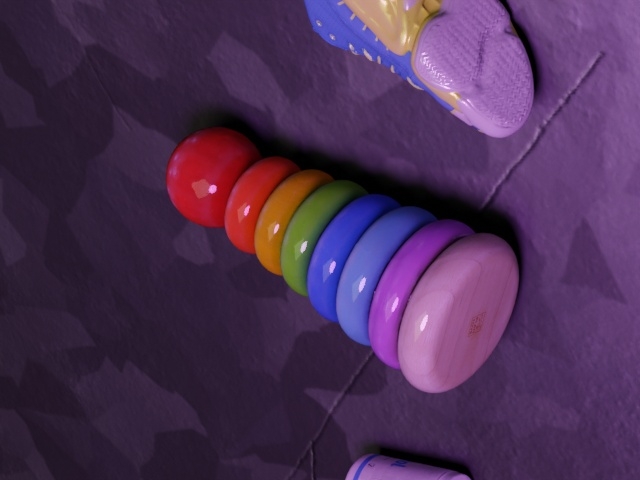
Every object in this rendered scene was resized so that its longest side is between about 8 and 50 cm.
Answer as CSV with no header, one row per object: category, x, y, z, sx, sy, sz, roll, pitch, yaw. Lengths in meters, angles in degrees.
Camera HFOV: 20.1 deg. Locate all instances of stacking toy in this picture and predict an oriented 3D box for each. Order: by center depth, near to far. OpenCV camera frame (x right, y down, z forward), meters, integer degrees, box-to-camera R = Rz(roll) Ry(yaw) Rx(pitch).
stacking toy,0.000,0.000,1.536,0.330,0.141,0.141,28,131,30

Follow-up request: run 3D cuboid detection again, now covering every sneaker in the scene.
sneaker,0.066,-0.171,1.413,0.240,0.091,0.126,53,154,-1

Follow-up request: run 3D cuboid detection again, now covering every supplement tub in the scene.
supplement tub,0.080,0.237,1.651,0.107,0.071,0.071,7,120,35
